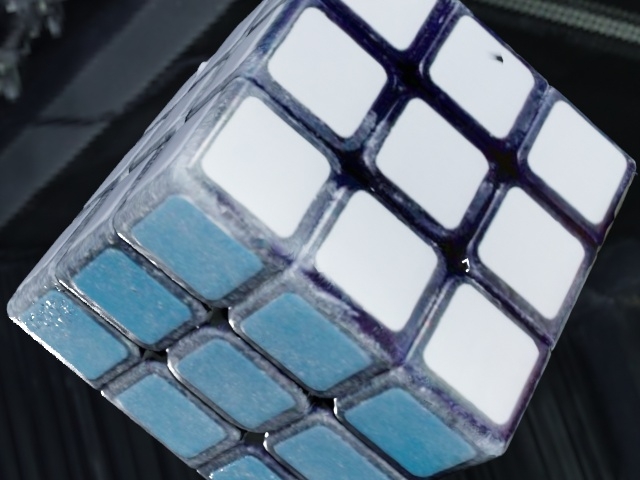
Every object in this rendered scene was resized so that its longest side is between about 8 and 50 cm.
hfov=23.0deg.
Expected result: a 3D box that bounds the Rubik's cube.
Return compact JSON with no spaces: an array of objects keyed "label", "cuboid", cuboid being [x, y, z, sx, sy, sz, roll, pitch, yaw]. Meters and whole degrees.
[{"label":"Rubik's cube","cuboid":[0.000,0.000,1.190,0.301,0.303,0.305,40,-39,-11]}]
